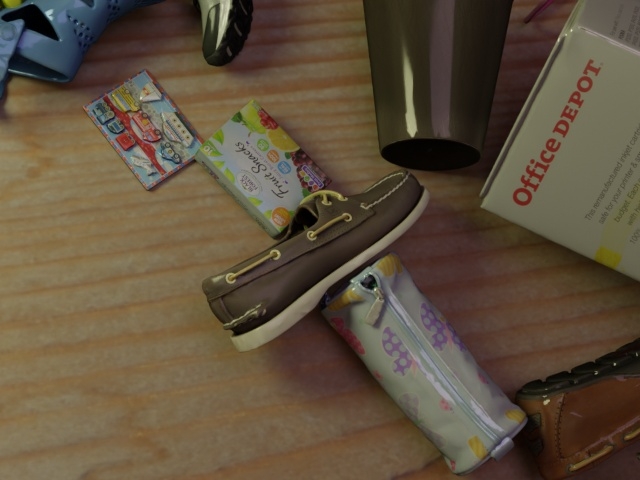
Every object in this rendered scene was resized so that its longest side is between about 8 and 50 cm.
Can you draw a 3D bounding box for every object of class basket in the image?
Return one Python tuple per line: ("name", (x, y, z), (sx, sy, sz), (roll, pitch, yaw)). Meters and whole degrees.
("basket", (0.142, -0.214, 1.593), (0.204, 0.154, 0.227), (8, 74, -14))

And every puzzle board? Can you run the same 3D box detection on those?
("puzzle board", (-0.210, -0.136, 1.528), (0.096, 0.011, 0.128), (-37, 87, -24))

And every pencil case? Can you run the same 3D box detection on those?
("pencil case", (0.122, 0.143, 1.484), (0.113, 0.124, 0.273), (-38, 88, -24))

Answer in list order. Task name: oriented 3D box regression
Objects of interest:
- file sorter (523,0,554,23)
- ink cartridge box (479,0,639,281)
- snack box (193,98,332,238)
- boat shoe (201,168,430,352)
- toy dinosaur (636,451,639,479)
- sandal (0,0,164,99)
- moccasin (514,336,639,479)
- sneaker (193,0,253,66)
("file sorter", (0.444, -0.267, 1.676), (0.182, 0.202, 0.291), (-41, 88, -21))
("ink cartridge box", (0.426, -0.101, 1.522), (0.384, 0.279, 0.160), (26, 38, 3))
("snack box", (-0.070, -0.087, 1.540), (0.141, 0.037, 0.100), (45, 67, -3))
("boat shoe", (0.000, 0.000, 1.480), (0.324, 0.116, 0.097), (-39, 100, -28))
("toy dinosaur", (0.416, 0.338, 1.474), (0.200, 0.296, 0.127), (21, 33, -13))
("sandal", (-0.315, -0.244, 1.478), (0.317, 0.126, 0.138), (-22, 84, -14))
("moccasin", (0.424, 0.196, 1.557), (0.380, 0.139, 0.147), (-18, 93, -25))
("sneaker", (-0.143, -0.344, 1.582), (0.108, 0.100, 0.271), (-6, 77, 6))
